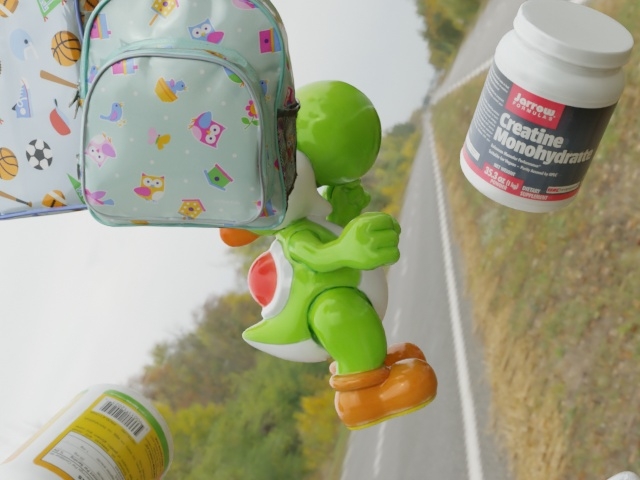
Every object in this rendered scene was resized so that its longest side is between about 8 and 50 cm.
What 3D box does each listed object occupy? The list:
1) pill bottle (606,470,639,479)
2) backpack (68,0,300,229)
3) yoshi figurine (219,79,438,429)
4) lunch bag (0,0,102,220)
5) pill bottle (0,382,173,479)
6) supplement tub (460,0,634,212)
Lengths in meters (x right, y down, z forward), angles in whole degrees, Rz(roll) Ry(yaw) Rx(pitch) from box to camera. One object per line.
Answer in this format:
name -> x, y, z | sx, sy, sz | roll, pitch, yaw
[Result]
pill bottle -> 0.277, 0.286, 0.822 | 0.108, 0.180, 0.108 | -43, -10, -9
backpack -> -0.099, -0.102, 0.756 | 0.144, 0.166, 0.188 | -73, -15, -77
yoshi figurine -> 0.025, -0.011, 1.032 | 0.204, 0.362, 0.203 | -23, 4, 42
lunch bag -> -0.337, -0.179, 1.208 | 0.115, 0.243, 0.303 | -34, -62, -66
pill bottle -> -0.268, 0.265, 1.063 | 0.245, 0.136, 0.136 | -47, -21, -58
supplement tub -> 0.331, -0.196, 1.512 | 0.191, 0.191, 0.272 | -65, -9, -54
